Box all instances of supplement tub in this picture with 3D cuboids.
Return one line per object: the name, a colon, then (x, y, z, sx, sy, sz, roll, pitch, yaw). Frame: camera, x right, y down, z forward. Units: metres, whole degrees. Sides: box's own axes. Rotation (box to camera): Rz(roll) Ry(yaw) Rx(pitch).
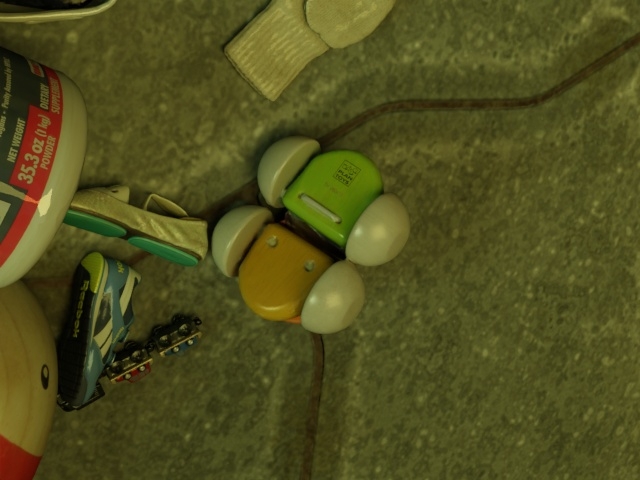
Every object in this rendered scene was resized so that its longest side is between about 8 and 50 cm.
supplement tub: (-0.337, -0.086, 1.020, 0.272, 0.191, 0.191, 22, 98, -33)

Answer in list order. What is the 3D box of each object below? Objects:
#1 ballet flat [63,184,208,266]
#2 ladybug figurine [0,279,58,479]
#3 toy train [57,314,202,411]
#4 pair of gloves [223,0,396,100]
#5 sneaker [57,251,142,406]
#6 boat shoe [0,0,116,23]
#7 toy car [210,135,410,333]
ballet flat: (-0.176, -0.023, 1.220, 0.168, 0.057, 0.052, 23, 69, -36)
ladybug figurine: (-0.401, 0.211, 1.115, 0.449, 0.162, 0.305, -49, 123, -3)
toy train: (-0.182, 0.120, 1.277, 0.158, 0.027, 0.036, -29, 123, -15)
pair of gloves: (-0.027, -0.268, 1.204, 0.204, 0.042, 0.240, -38, 122, -10)
sneaker: (-0.203, 0.086, 1.230, 0.059, 0.053, 0.144, 14, 92, -42)
boat shoe: (-0.291, -0.219, 1.055, 0.267, 0.088, 0.096, 8, 105, -30)
toy car: (0.000, 0.000, 1.275, 0.182, 0.159, 0.136, -57, 158, 1)
